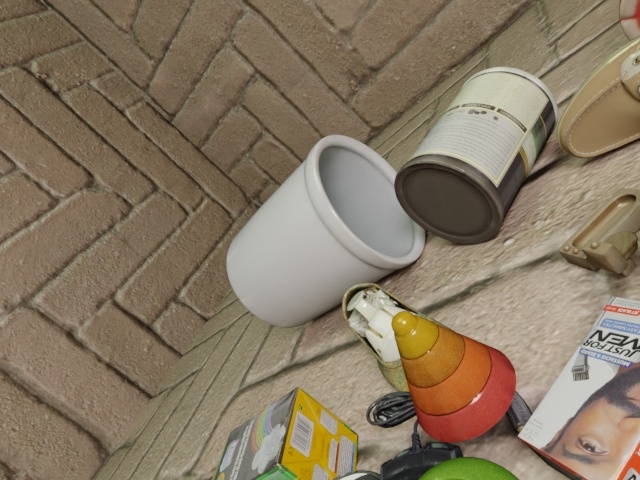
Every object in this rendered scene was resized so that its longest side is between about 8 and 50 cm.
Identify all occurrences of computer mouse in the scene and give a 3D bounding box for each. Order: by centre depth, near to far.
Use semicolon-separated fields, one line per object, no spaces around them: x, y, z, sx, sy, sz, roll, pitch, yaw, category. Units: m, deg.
0.140;0.246;0.422;0.184;0.060;0.262;-26;21;16;computer mouse

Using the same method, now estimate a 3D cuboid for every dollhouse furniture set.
0.344;-0.048;0.478;0.144;0.123;0.151;-46;13;3;dollhouse furniture set

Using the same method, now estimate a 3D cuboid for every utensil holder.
0.000;0.000;1.025;0.385;0.327;0.328;-40;14;38;utensil holder

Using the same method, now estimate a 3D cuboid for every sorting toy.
0.087;0.186;0.348;0.127;0.126;0.366;-32;18;31;sorting toy

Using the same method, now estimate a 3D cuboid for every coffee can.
0.294;-0.160;0.805;0.275;0.201;0.201;-52;14;-23;coffee can

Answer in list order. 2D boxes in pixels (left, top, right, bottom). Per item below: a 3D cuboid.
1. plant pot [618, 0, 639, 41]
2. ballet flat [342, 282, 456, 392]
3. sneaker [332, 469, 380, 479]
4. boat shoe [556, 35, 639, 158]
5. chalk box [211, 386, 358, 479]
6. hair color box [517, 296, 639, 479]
0.577;-0.421;0.611;0.243;0.274;0.275;-60;16;-15;plant pot
0.110;0.141;0.681;0.123;0.123;0.348;-47;13;-3;ballet flat
-0.005;0.372;0.442;0.108;0.100;0.271;16;57;48;sneaker
0.465;-0.220;0.557;0.341;0.121;0.110;-50;9;47;boat shoe
-0.067;0.341;0.615;0.213;0.132;0.132;-42;15;25;chalk box
0.260;0.132;0.364;0.167;0.053;0.093;-50;13;-11;hair color box
